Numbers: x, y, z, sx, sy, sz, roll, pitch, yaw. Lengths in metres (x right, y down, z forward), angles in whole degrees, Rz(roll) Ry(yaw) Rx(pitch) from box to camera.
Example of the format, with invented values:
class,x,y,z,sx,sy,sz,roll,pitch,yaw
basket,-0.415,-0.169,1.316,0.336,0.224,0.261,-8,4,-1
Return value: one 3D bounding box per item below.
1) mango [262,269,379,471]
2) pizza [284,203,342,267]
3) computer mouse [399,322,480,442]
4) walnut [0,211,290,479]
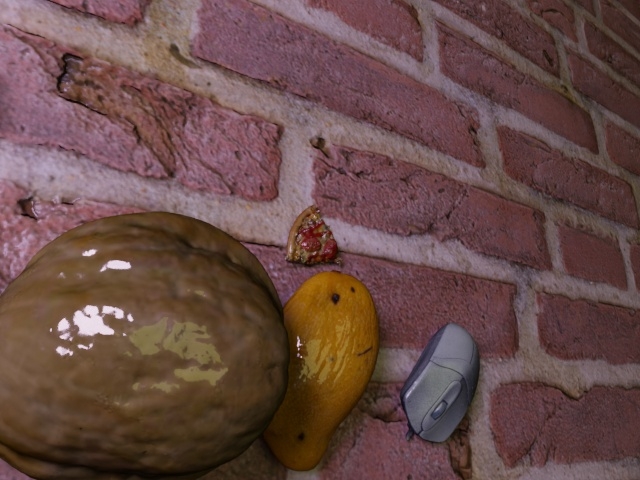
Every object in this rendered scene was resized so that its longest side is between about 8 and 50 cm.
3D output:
class,x,y,z,sx,sy,sz,roll,pitch,yaw
mango,0.000,0.161,0.618,0.157,0.108,0.262,30,62,-28
pizza,-0.009,-0.012,0.716,0.100,0.029,0.100,8,70,-33
computer mouse,0.204,0.226,0.763,0.113,0.068,0.229,47,55,-12
walnut,-0.164,0.101,0.450,0.282,0.227,0.284,3,84,-28
